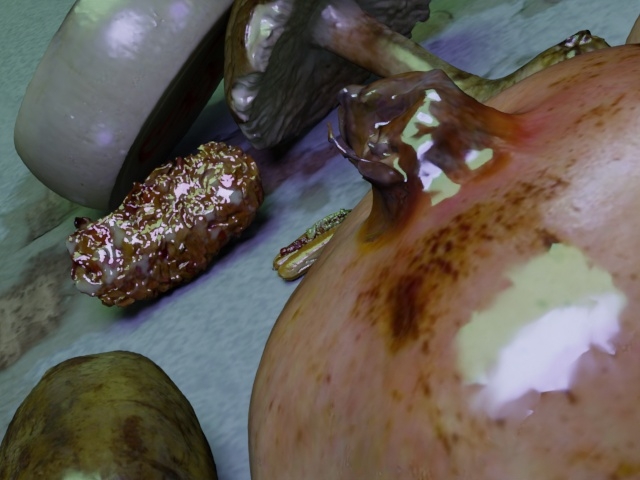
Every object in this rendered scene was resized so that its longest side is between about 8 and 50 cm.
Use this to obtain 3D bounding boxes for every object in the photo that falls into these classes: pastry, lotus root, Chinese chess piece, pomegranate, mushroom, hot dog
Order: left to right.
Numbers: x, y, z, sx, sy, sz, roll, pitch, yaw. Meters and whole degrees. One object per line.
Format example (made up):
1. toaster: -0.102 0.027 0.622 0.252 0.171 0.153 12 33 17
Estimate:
1. lotus root: -0.130 0.160 0.966 0.145 0.128 0.260 -41 22 11
2. Chinese chess piece: -0.149 -0.152 1.368 0.273 0.102 0.273 -57 -1 -2
3. pastry: -0.118 -0.009 1.269 0.169 0.087 0.063 -32 -5 -2
4. hot dog: 0.000 0.000 1.201 0.083 0.021 0.037 -35 30 -3
5. mushroom: 0.042 -0.134 1.240 0.233 0.208 0.302 -66 32 23
6. pomegranate: 0.117 0.061 0.674 0.338 0.338 0.338 -23 30 14

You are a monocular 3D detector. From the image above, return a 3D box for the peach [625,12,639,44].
1. peach: 0.276 -0.077 0.870 0.232 0.232 0.232 -23 30 14
